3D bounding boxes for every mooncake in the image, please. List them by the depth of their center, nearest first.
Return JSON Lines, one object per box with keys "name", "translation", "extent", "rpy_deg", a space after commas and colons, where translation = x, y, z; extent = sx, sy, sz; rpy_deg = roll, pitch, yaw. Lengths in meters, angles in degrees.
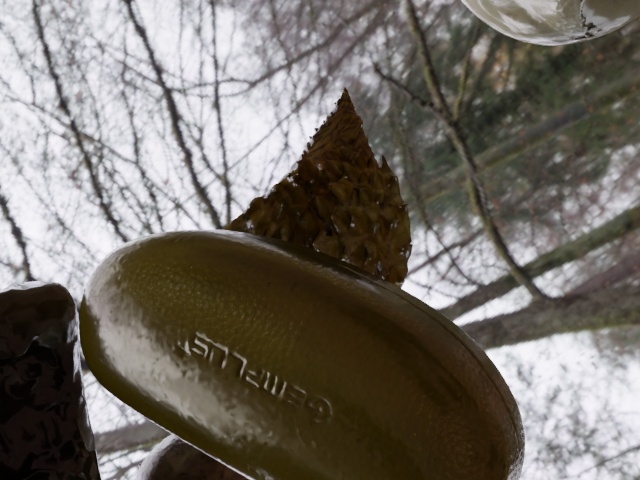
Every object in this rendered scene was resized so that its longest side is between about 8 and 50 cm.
{"name": "mooncake", "translation": [-0.302, 0.262, 0.754], "extent": [0.246, 0.393, 0.394], "rpy_deg": [-14, -142, -18]}

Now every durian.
{"name": "durian", "translation": [0.001, 0.014, 0.906], "extent": [0.196, 0.305, 0.185], "rpy_deg": [47, -147, 10]}

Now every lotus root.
{"name": "lotus root", "translation": [-0.126, 0.286, 0.996], "extent": [0.154, 0.140, 0.257], "rpy_deg": [46, -138, 12]}

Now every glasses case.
{"name": "glasses case", "translation": [-0.023, 0.097, 0.642], "extent": [0.371, 0.173, 0.141], "rpy_deg": [23, -173, 22]}

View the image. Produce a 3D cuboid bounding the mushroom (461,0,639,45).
{"name": "mushroom", "translation": [0.186, -0.220, 0.497], "extent": [0.246, 0.246, 0.202], "rpy_deg": [-3, -128, -40]}
